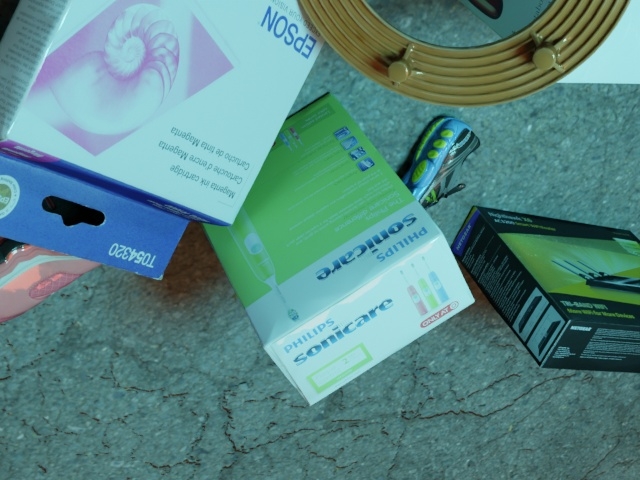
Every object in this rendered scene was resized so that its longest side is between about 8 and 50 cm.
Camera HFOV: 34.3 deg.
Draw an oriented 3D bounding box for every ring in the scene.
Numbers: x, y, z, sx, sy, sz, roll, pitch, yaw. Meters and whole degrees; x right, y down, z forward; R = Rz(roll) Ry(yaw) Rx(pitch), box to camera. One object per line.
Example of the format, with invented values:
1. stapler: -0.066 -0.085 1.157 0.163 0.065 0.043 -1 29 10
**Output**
1. ring: 0.116 -0.273 0.919 0.336 0.032 0.337 9 121 16

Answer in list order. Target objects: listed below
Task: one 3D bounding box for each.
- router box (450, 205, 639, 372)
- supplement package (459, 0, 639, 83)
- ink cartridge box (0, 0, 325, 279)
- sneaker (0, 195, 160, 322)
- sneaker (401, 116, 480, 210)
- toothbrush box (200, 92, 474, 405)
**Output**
1. router box: 0.361 0.069 1.388 0.308 0.243 0.081 7 122 -32
2. supplement package: 0.242 -0.274 1.050 0.133 0.244 0.139 -3 126 -26
3. ink cartridge box: -0.158 -0.124 0.963 0.324 0.071 0.330 21 95 -58
4. sneaker: -0.308 0.011 1.115 0.313 0.116 0.136 -23 160 -16
5. sneaker: 0.136 -0.062 1.287 0.078 0.067 0.188 20 112 -30
6. toothbrush box: 0.000 0.000 1.120 0.206 0.283 0.122 -33 133 -1
